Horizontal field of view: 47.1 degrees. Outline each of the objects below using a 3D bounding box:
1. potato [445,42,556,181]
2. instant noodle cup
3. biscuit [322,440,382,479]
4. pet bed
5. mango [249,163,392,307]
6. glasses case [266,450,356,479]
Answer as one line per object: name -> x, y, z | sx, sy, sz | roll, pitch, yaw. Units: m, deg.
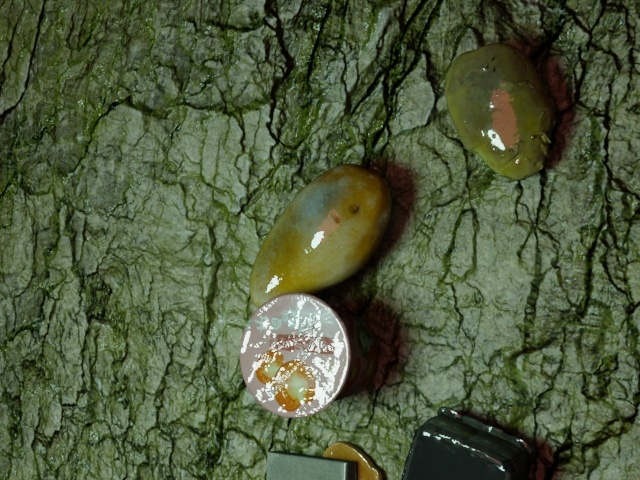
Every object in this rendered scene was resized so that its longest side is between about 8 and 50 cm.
potato -> 0.360, -0.260, 1.468 | 0.191, 0.141, 0.296 | -28, 75, 21
instant noodle cup -> -0.009, 0.235, 1.512 | 0.242, 0.231, 0.243 | -4, 80, 24
biscuit -> 0.060, 0.496, 1.558 | 0.140, 0.023, 0.118 | 43, 106, 25
pet bed -> 0.281, 0.435, 1.404 | 0.210, 0.159, 0.183 | 17, 101, 30
mango -> 0.000, 0.000, 1.552 | 0.384, 0.199, 0.221 | -48, 49, 3
glasses case -> -0.022, 0.495, 1.566 | 0.204, 0.047, 0.071 | -4, 80, 33
